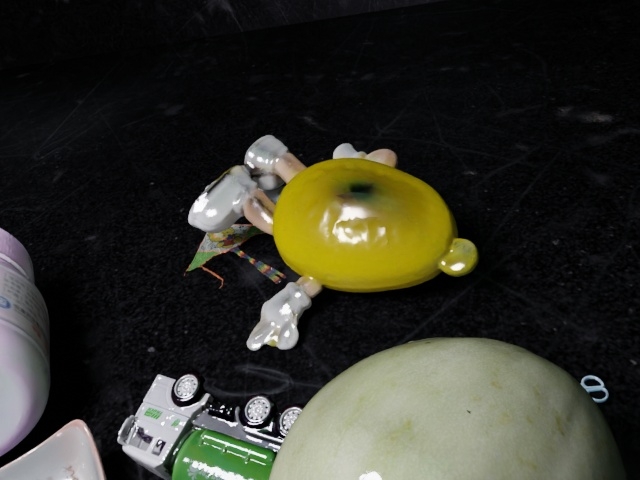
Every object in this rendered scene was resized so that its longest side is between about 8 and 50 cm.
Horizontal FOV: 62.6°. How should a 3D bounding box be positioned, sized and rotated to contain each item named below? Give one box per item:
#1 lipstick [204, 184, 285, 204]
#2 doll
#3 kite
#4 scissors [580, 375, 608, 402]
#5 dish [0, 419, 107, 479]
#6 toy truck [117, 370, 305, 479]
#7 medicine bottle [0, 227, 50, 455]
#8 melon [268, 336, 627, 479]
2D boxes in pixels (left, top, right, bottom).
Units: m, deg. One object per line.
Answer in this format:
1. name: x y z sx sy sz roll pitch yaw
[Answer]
1. lipstick: -0.098 -0.074 0.992 0.263 0.059 0.059 4 40 22
2. doll: -0.011 -0.028 0.813 0.348 0.161 0.423 -32 55 0
3. kite: -0.144 0.021 0.925 0.198 0.006 0.244 -31 40 -23
4. scissors: 0.282 0.171 0.600 0.083 0.006 0.036 -7 35 9
5. dish: -0.320 0.308 0.546 0.212 0.077 0.151 -27 41 -18
6. toy truck: -0.090 0.231 0.562 0.242 0.101 0.125 10 54 24
7. medicine bottle: -0.496 0.124 0.702 0.241 0.241 0.302 -23 38 -13
8. melon: 0.097 0.208 0.409 0.308 0.272 0.272 -5 32 -25
